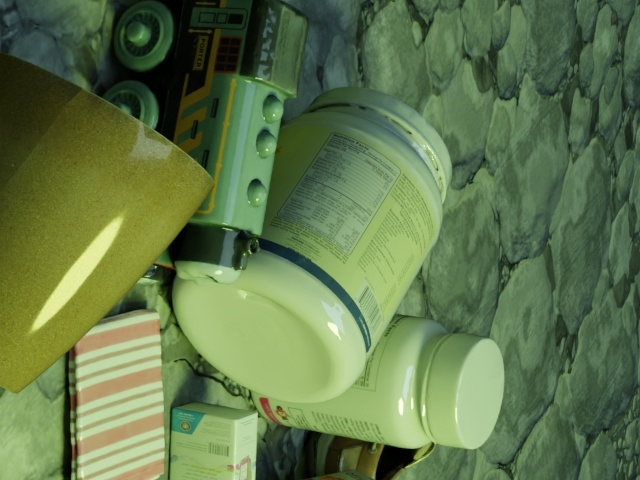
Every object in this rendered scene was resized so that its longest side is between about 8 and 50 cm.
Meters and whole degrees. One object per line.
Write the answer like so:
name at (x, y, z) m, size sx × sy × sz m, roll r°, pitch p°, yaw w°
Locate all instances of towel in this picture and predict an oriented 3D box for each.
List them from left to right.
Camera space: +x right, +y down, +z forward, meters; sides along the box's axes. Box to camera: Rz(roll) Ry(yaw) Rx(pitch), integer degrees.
towel at (-0.221, 0.176, 1.662) m, size 0.144 × 0.029 × 0.197 m, roll -11°, pitch 101°, yaw -59°

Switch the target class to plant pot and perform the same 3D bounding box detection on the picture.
plant pot at (-0.261, -0.001, 1.401) m, size 0.254 × 0.237 × 0.237 m, roll -60°, pitch 145°, yaw -8°

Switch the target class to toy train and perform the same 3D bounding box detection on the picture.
toy train at (-0.126, -0.114, 1.602) m, size 0.142 × 0.190 × 0.334 m, roll 21°, pitch 78°, yaw -58°

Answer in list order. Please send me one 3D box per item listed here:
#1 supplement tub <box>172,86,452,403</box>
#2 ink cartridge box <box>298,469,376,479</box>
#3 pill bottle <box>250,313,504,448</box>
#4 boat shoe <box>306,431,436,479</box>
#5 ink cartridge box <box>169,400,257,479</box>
supplement tub at (0.000, 0.000, 1.794) m, size 0.325 × 0.235 × 0.235 m, roll -58°, pitch 141°, yaw -36°
ink cartridge box at (0.004, 0.370, 1.918) m, size 0.176 × 0.128 × 0.127 m, roll -6°, pitch 102°, yaw -32°
pill bottle at (0.069, 0.166, 1.897) m, size 0.160 × 0.283 × 0.160 m, roll -19°, pitch 113°, yaw -57°
boat shoe at (0.105, 0.265, 2.139) m, size 0.324 × 0.119 × 0.123 m, roll -36°, pitch 126°, yaw -51°
ink cartridge box at (-0.123, 0.253, 1.781) m, size 0.052 × 0.088 × 0.123 m, roll -9°, pitch 104°, yaw -62°
